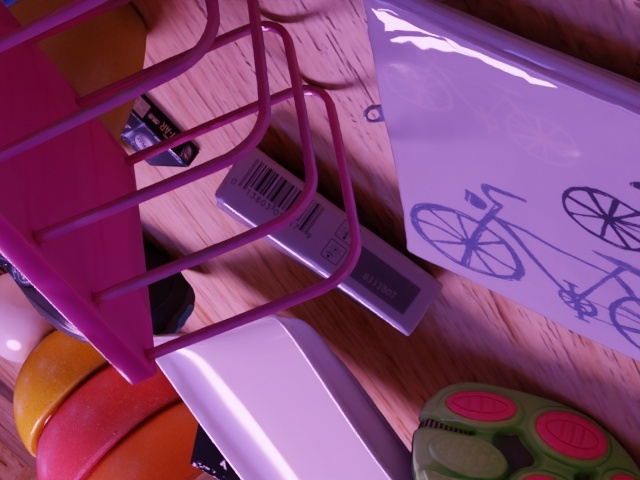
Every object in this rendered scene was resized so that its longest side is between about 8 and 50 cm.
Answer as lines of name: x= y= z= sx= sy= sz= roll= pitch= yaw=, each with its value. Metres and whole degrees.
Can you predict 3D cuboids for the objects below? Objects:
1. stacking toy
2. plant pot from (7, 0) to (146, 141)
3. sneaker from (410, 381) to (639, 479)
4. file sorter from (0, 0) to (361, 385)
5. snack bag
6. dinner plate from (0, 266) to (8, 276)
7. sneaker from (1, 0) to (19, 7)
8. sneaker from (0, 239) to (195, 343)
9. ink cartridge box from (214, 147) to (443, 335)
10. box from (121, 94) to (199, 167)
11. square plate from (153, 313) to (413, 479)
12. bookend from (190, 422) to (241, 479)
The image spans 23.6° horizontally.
stacking toy: x=-0.269 y=0.214 z=1.945 sx=0.480 sy=0.350 sz=0.351 roll=49 pitch=165 yaw=18
plant pot: x=-0.185 y=-0.140 z=1.146 sx=0.134 sy=0.095 sz=0.134 roll=30 pitch=161 yaw=12
sneaker: x=0.256 y=0.310 z=1.357 sx=0.483 sy=0.185 sz=0.202 roll=40 pitch=156 yaw=-11
file sorter: x=-0.117 y=-0.093 z=0.936 sx=0.291 sy=0.182 sz=0.202 roll=54 pitch=-162 yaw=-46
snack bag: x=0.173 y=-0.017 z=0.939 sx=0.323 sy=0.037 sz=0.342 roll=26 pitch=160 yaw=22
dinner plate: x=-0.443 y=0.087 z=2.081 sx=0.017 sy=0.141 sz=0.141 roll=-27 pitch=126 yaw=22
sneaker: x=-0.278 y=-0.223 z=1.174 sx=0.078 sy=0.067 sz=0.188 roll=50 pitch=169 yaw=23
sneaker: x=-0.287 y=-0.002 z=1.601 sx=0.340 sy=0.125 sz=0.140 roll=27 pitch=155 yaw=15
ink cartridge box: x=0.000 y=0.000 z=1.276 sx=0.189 sy=0.066 sz=0.232 roll=35 pitch=-178 yaw=-3
box: x=-0.151 y=-0.096 z=1.310 sx=0.067 sy=0.018 sz=0.083 roll=7 pitch=147 yaw=53
square plate: x=0.001 y=0.208 z=1.460 sx=0.347 sy=0.049 sz=0.344 roll=54 pitch=155 yaw=-10
bookend: x=-0.055 y=0.169 z=1.672 sx=0.072 sy=0.156 sz=0.157 roll=24 pitch=114 yaw=28
